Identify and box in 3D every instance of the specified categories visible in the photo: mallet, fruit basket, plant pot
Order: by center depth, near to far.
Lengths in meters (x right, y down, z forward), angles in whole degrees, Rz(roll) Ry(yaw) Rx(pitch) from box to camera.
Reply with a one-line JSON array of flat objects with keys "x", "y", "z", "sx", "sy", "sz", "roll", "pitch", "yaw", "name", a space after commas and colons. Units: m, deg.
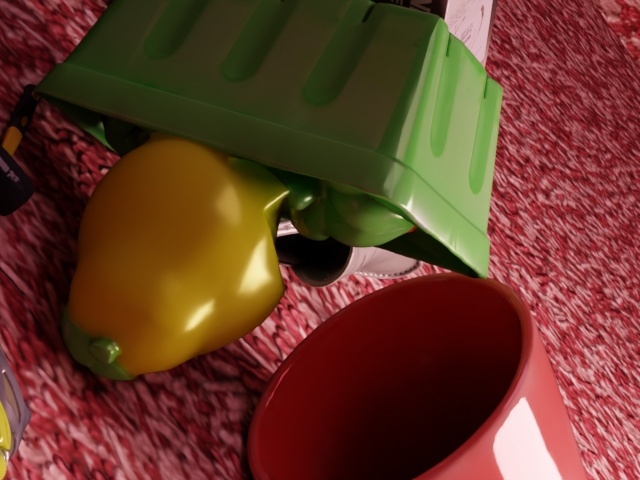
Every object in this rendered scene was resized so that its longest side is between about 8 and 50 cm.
[{"x": -0.261, "y": -0.092, "z": 1.490, "sx": 0.062, "sy": 0.039, "sz": 0.189, "roll": 49, "pitch": 20, "yaw": -28, "name": "mallet"}, {"x": -0.066, "y": -0.033, "z": 1.503, "sx": 0.283, "sy": 0.392, "sz": 0.392, "roll": 36, "pitch": 29, "yaw": -60, "name": "fruit basket"}, {"x": 0.112, "y": 0.205, "z": 1.588, "sx": 0.243, "sy": 0.275, "sz": 0.275, "roll": 56, "pitch": 20, "yaw": -31, "name": "plant pot"}]

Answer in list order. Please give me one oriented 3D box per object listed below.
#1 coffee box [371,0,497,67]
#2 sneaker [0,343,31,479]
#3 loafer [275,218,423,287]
[{"x": 0.062, "y": -0.186, "z": 1.677, "sx": 0.168, "sy": 0.297, "sz": 0.119, "roll": 29, "pitch": 52, "yaw": 18, "name": "coffee box"}, {"x": -0.291, "y": 0.035, "z": 1.191, "sx": 0.300, "sy": 0.111, "sz": 0.121, "roll": 62, "pitch": 12, "yaw": -2, "name": "sneaker"}, {"x": 0.000, "y": 0.000, "z": 1.814, "sx": 0.319, "sy": 0.112, "sz": 0.111, "roll": 17, "pitch": 50, "yaw": -47, "name": "loafer"}]
